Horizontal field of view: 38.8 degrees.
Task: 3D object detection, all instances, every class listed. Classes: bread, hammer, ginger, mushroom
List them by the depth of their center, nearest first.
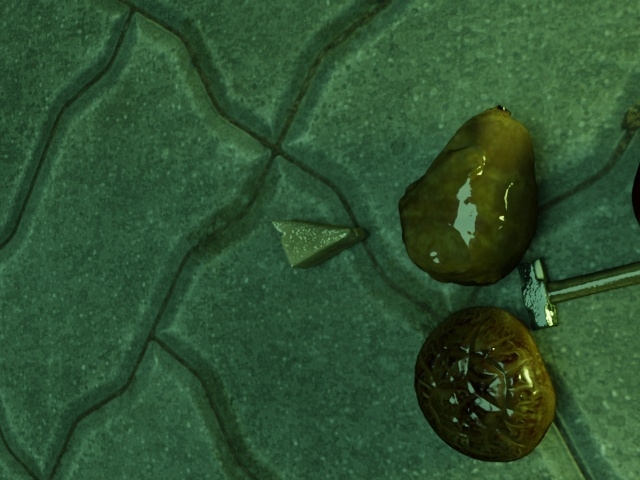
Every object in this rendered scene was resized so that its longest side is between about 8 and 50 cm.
[{"bbox_3d":[0.483,0.046,1.384,0.365,0.043,0.111,-17,80,29],"label":"hammer"},{"bbox_3d":[0.249,-0.050,1.433,0.269,0.200,0.223,-43,67,25],"label":"ginger"},{"bbox_3d":[0.260,0.232,1.461,0.253,0.153,0.253,4,96,42],"label":"mushroom"},{"bbox_3d":[-0.002,-0.022,1.665,0.152,0.077,0.105,-29,76,28],"label":"bread"}]

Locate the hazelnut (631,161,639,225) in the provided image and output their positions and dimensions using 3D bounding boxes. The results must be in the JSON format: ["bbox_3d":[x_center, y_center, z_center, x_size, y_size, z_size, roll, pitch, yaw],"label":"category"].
[{"bbox_3d":[0.528,-0.069,1.239,0.229,0.229,0.230,0,90,32],"label":"hazelnut"}]
